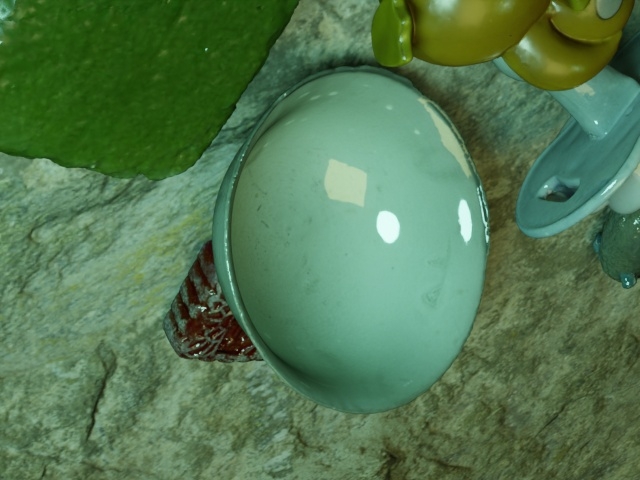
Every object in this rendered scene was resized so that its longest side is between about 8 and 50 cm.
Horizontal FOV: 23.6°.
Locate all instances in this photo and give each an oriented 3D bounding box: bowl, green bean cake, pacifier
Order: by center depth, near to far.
[{"bbox_3d":[-0.159,-0.186,1.132,0.247,0.156,0.250,10,127,-40],"label":"green bean cake"},{"bbox_3d":[0.000,0.000,1.413,0.313,0.146,0.313,0,89,-39],"label":"bowl"},{"bbox_3d":[0.247,-0.148,1.441,0.226,0.238,0.287,41,87,-17],"label":"pacifier"},{"bbox_3d":[-0.077,0.064,1.531,0.135,0.056,0.135,4,131,-35],"label":"green bean cake"}]

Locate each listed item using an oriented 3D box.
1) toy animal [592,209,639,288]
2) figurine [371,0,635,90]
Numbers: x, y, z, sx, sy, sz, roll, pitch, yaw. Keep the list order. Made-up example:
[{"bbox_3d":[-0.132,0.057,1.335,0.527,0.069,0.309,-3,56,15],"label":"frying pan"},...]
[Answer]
[{"bbox_3d":[0.346,-0.041,1.679,0.079,0.070,0.253,-35,141,-22],"label":"toy animal"},{"bbox_3d":[0.150,-0.223,1.285,0.228,0.215,0.215,-9,142,9],"label":"figurine"}]
